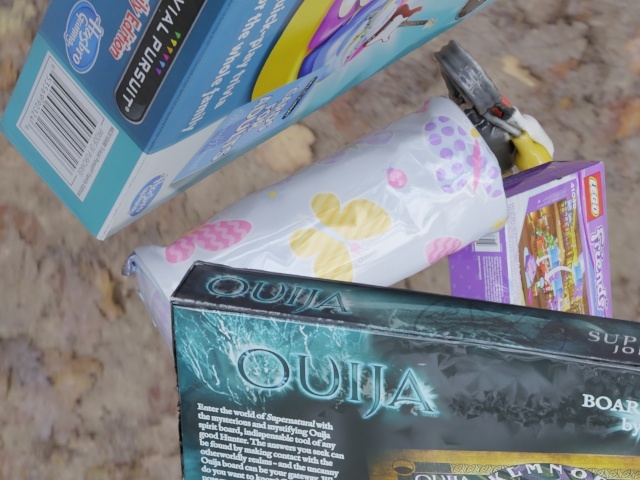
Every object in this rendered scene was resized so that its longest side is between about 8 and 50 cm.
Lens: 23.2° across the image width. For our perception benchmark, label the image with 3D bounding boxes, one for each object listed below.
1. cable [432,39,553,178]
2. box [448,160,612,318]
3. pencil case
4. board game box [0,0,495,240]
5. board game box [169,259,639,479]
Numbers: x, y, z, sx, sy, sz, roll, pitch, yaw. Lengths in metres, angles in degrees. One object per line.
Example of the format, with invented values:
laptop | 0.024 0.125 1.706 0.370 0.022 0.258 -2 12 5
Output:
cable | 0.151 -0.128 1.384 0.072 0.139 0.287 -31 153 2
box | 0.181 0.091 1.295 0.057 0.201 0.293 1 101 33
pencil case | 0.000 0.000 1.112 0.273 0.124 0.113 -28 94 -11
board game box | 0.032 -0.163 0.718 0.079 0.254 0.336 48 51 9
board game box | 0.048 0.076 0.468 0.186 0.026 0.126 8 120 14
